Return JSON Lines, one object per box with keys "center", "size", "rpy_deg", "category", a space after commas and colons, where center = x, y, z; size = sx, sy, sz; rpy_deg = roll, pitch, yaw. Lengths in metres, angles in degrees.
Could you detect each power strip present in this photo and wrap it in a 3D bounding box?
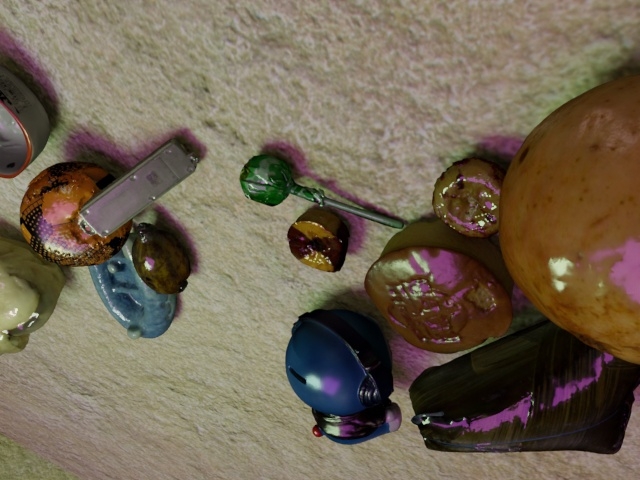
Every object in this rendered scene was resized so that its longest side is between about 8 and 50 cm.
{"center": [-0.366, -0.105, 1.208], "size": [0.272, 0.052, 0.078], "rpy_deg": [-36, 114, 5], "category": "power strip"}

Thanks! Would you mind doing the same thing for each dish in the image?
{"center": [-0.679, -0.267, 1.270], "size": [0.256, 0.117, 0.256], "rpy_deg": [13, 133, 15], "category": "dish"}

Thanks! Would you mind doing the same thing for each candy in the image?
{"center": [0.004, -0.080, 1.136], "size": [0.323, 0.097, 0.097], "rpy_deg": [18, 135, -1], "category": "candy"}

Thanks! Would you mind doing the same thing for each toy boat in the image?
{"center": [-0.485, 0.123, 1.510], "size": [0.215, 0.123, 0.330], "rpy_deg": [5, 129, 21], "category": "toy boat"}

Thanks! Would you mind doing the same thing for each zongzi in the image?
{"center": [0.362, 0.207, 1.035], "size": [0.402, 0.208, 0.432], "rpy_deg": [-2, 134, -3], "category": "zongzi"}

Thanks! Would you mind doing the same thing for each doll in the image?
{"center": [0.048, 0.287, 1.304], "size": [0.284, 0.240, 0.310], "rpy_deg": [29, 137, 43], "category": "doll"}

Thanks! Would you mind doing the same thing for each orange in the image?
{"center": [-0.529, -0.056, 1.309], "size": [0.234, 0.182, 0.235], "rpy_deg": [-8, 114, -18], "category": "orange"}

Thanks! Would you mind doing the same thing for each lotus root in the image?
{"center": [-0.371, 0.043, 1.385], "size": [0.120, 0.120, 0.210], "rpy_deg": [1, 131, 26], "category": "lotus root"}

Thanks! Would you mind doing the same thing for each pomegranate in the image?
{"center": [0.434, -0.049, 0.757], "size": [0.409, 0.410, 0.410], "rpy_deg": [14, 133, 15], "category": "pomegranate"}

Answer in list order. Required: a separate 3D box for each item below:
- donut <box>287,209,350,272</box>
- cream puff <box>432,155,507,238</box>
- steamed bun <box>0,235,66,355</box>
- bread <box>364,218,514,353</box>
{"center": [0.000, 0.000, 1.199], "size": [0.140, 0.059, 0.141], "rpy_deg": [17, 140, 15], "category": "donut"}
{"center": [0.259, -0.076, 0.992], "size": [0.148, 0.084, 0.149], "rpy_deg": [13, 129, 17], "category": "cream puff"}
{"center": [-0.888, 0.150, 1.646], "size": [0.372, 0.230, 0.325], "rpy_deg": [-43, 88, 14], "category": "steamed bun"}
{"center": [0.220, 0.090, 1.109], "size": [0.269, 0.148, 0.270], "rpy_deg": [14, 133, 15], "category": "bread"}
